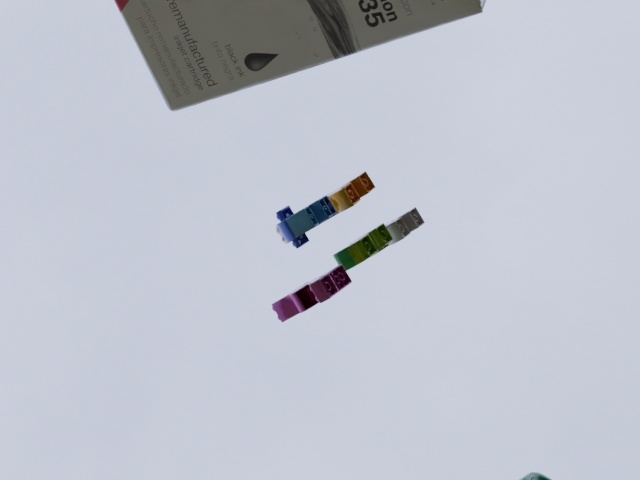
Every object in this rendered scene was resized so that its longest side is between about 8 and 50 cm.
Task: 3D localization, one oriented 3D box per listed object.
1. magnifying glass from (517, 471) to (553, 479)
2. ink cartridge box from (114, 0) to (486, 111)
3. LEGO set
[{"bbox_3d":[0.207,0.241,1.010,0.026,0.092,0.231,-39,-74,18],"label":"magnifying glass"},{"bbox_3d":[-0.026,-0.249,1.199,0.283,0.117,0.207,-16,-65,21],"label":"ink cartridge box"},{"bbox_3d":[0.000,0.000,1.401,0.093,0.227,0.087,-30,-88,31],"label":"LEGO set"}]
